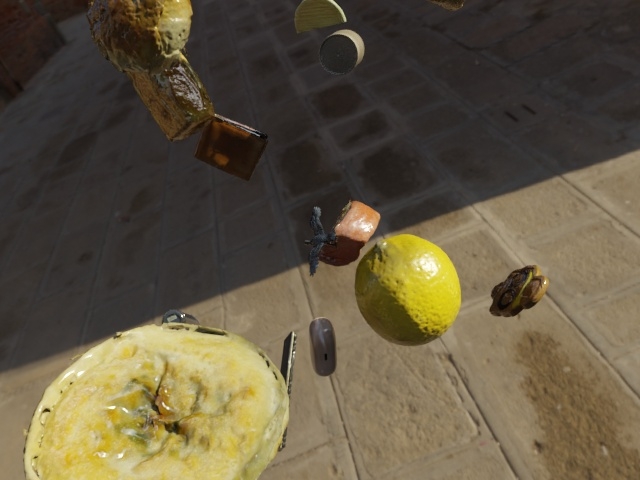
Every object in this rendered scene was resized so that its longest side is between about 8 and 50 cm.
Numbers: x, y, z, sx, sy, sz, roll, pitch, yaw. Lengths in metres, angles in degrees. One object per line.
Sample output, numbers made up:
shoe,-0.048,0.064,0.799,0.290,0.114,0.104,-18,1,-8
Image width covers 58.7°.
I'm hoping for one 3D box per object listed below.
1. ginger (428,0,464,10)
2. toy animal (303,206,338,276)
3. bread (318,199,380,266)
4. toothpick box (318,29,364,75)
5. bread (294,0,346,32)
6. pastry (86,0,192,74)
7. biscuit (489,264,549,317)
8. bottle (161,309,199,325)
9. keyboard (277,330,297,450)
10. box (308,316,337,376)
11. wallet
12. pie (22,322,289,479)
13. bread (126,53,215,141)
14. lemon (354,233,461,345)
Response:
ginger,0.220,-0.496,1.058,0.095,0.190,0.068,23,82,26
toy animal,0.000,0.000,1.674,0.108,0.062,0.220,0,70,15
bread,0.102,-0.035,1.870,0.190,0.123,0.244,-54,6,46
toothpick box,0.060,-0.519,1.567,0.111,0.111,0.180,-16,20,15
bread,-0.013,-0.797,1.982,0.193,0.112,0.036,-4,40,26
pastry,-0.249,-0.304,0.782,0.153,0.153,0.081,-11,13,22
biscuit,0.671,0.170,1.960,0.208,0.041,0.290,-55,9,-15
bottle,-0.431,0.266,1.786,0.072,0.082,0.244,-16,-10,-4
keyboard,-0.098,0.413,1.562,0.027,0.106,0.316,11,61,-12
box,0.008,0.362,1.937,0.088,0.200,0.146,-5,19,-8
wallet,-0.276,-0.288,1.748,0.042,0.196,0.161,-97,31,-58
pie,-0.165,0.189,0.605,0.274,0.055,0.274,4,37,-3
bread,-0.416,-0.421,1.533,0.132,0.294,0.167,-36,8,-31
lemon,0.259,0.149,1.693,0.336,0.336,0.336,-18,34,12
